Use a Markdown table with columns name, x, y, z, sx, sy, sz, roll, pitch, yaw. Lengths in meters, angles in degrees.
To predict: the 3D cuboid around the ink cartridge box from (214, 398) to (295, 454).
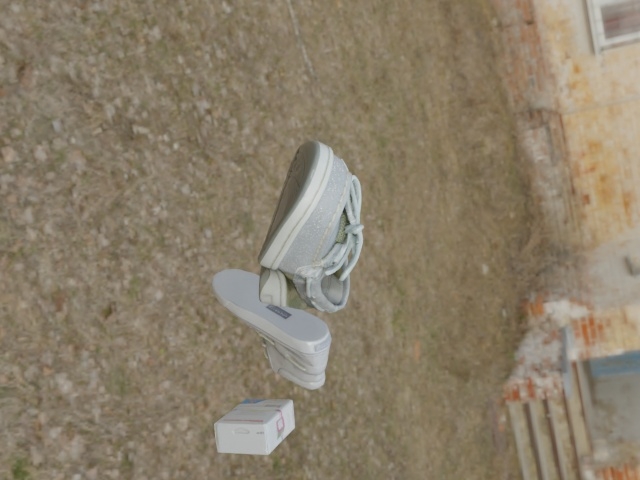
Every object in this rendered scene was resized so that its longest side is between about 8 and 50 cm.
| name | x | y | z | sx | sy | sz | roll | pitch | yaw |
| --- | --- | --- | --- | --- | --- | --- | --- | --- | --- |
| ink cartridge box | -0.104 | 0.297 | 1.259 | 0.122 | 0.088 | 0.052 | -18 | 104 | -70 |

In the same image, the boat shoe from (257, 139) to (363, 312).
| name | x | y | z | sx | sy | sz | roll | pitch | yaw |
| --- | --- | --- | --- | --- | --- | --- | --- | --- | --- |
| boat shoe | -0.001 | 0.003 | 0.786 | 0.320 | 0.103 | 0.118 | 108 | 0 | -67 |

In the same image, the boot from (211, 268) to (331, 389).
| name | x | y | z | sx | sy | sz | roll | pitch | yaw |
| --- | --- | --- | --- | --- | --- | --- | --- | --- | --- |
| boot | -0.091 | 0.154 | 1.326 | 0.095 | 0.258 | 0.124 | -26 | 134 | -37 |
